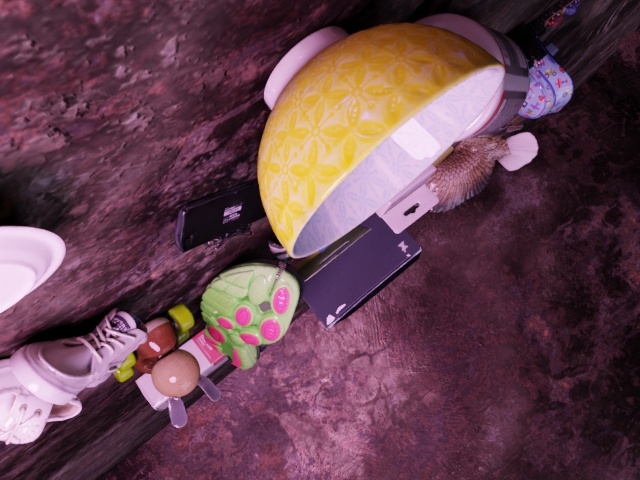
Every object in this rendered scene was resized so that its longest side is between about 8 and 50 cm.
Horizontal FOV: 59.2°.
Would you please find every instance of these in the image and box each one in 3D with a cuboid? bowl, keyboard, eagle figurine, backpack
[{"bbox_3d":[0.031,-0.129,0.601,0.289,0.156,0.289,-39,170,-8],"label":"bowl"},{"bbox_3d":[-0.138,-0.038,0.794,0.192,0.038,0.100,-27,141,-49],"label":"keyboard"},{"bbox_3d":[0.331,-0.213,1.299,0.225,0.226,0.298,-20,-166,48],"label":"eagle figurine"},{"bbox_3d":[0.416,-0.320,1.150,0.117,0.173,0.158,-38,171,-10],"label":"backpack"}]

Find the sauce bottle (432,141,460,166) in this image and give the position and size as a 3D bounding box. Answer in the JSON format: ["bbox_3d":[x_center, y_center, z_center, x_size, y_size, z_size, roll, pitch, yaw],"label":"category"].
[{"bbox_3d":[0.212,-0.206,1.087,0.344,0.111,0.111,-42,170,15],"label":"sauce bottle"}]

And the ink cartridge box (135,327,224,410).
[{"bbox_3d":[-0.357,0.339,1.472,0.218,0.092,0.158,-39,171,-18],"label":"ink cartridge box"}]

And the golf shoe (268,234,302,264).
[{"bbox_3d":[-0.023,-0.034,1.101,0.186,0.067,0.086,-47,150,-6],"label":"golf shoe"}]

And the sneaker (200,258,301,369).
[{"bbox_3d":[-0.141,0.130,1.221,0.202,0.185,0.483,-55,-178,-28],"label":"sneaker"}]

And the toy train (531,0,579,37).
[{"bbox_3d":[0.481,-0.460,1.166,0.158,0.036,0.027,-38,170,-12],"label":"toy train"}]

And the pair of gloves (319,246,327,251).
[{"bbox_3d":[0.013,-0.061,1.045,0.159,0.023,0.198,-29,140,-18],"label":"pair of gloves"}]

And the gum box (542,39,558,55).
[{"bbox_3d":[0.519,-0.420,1.483,0.157,0.041,0.184,-37,169,-14],"label":"gum box"}]

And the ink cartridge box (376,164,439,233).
[{"bbox_3d":[0.104,-0.113,0.885,0.104,0.180,0.060,-37,170,-18],"label":"ink cartridge box"}]

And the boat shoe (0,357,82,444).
[{"bbox_3d":[-0.397,0.218,0.739,0.098,0.096,0.277,-40,170,2],"label":"boat shoe"}]

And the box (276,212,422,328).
[{"bbox_3d":[0.090,0.051,1.496,0.293,0.212,0.395,-40,171,3],"label":"box"}]

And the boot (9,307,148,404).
[{"bbox_3d":[-0.315,0.142,0.775,0.123,0.095,0.258,-44,180,-9],"label":"boot"}]

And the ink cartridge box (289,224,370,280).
[{"bbox_3d":[0.000,0.000,1.185,0.171,0.056,0.235,-38,-172,-5],"label":"ink cartridge box"}]

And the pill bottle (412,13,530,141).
[{"bbox_3d":[0.210,-0.229,0.818,0.161,0.161,0.283,-45,169,30],"label":"pill bottle"}]

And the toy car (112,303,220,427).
[{"bbox_3d":[-0.275,0.243,1.046,0.155,0.188,0.149,-34,169,-32],"label":"toy car"}]

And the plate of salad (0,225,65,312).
[{"bbox_3d":[-0.298,0.034,0.426,0.200,0.048,0.200,-28,169,-6],"label":"plate of salad"}]
